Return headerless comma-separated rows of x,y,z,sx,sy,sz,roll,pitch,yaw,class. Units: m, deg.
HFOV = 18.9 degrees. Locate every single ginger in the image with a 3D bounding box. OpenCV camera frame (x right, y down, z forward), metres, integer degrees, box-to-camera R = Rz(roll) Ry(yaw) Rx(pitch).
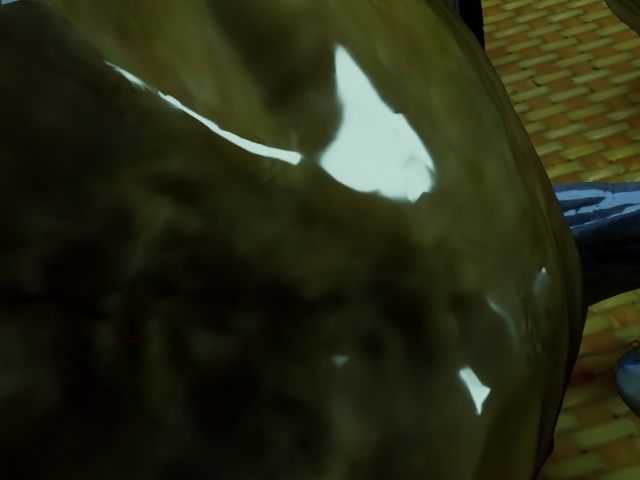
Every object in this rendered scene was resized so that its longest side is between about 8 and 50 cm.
-0.046,-0.004,0.537,0.200,0.269,0.223,-37,27,13,ginger

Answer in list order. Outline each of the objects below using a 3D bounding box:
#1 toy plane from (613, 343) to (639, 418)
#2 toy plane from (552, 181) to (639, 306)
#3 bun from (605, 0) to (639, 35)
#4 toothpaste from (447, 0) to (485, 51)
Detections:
0.221,0.034,0.501,0.286,0.108,0.092,3,24,11,toy plane
0.132,0.004,0.641,0.267,0.088,0.212,-21,4,19,toy plane
0.226,-0.127,0.852,0.237,0.116,0.210,-3,5,-40,bun
-0.073,-0.105,1.005,0.313,0.071,0.089,-10,26,-5,toothpaste
